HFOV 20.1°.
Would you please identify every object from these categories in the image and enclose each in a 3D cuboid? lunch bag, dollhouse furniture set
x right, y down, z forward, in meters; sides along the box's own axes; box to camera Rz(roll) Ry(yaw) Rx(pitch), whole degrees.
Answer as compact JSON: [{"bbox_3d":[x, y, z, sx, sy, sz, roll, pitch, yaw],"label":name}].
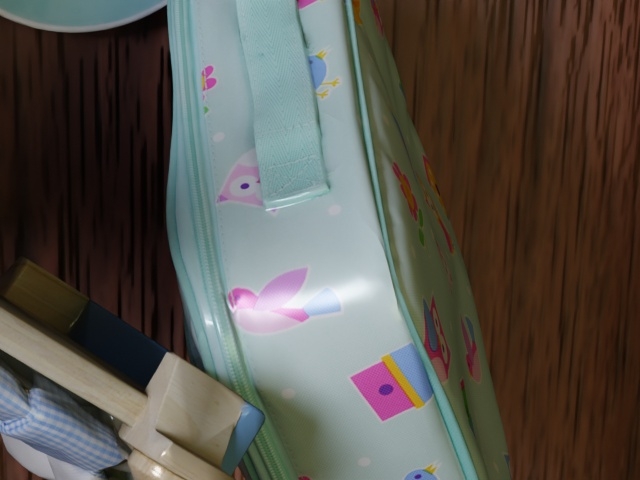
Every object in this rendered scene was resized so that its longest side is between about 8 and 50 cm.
[{"bbox_3d":[0.000,0.000,0.821,0.108,0.279,0.224,-18,132,8],"label":"lunch bag"},{"bbox_3d":[-0.227,0.044,0.644,0.286,0.303,0.198,37,83,-39],"label":"dollhouse furniture set"}]

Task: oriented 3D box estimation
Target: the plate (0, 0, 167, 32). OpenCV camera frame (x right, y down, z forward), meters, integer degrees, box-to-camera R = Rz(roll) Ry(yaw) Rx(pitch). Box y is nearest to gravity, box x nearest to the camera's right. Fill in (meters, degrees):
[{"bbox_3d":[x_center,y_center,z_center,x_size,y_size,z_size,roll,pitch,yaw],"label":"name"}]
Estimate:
[{"bbox_3d":[-0.109,-0.189,0.825,0.188,0.024,0.188,-14,115,-32],"label":"plate"}]
